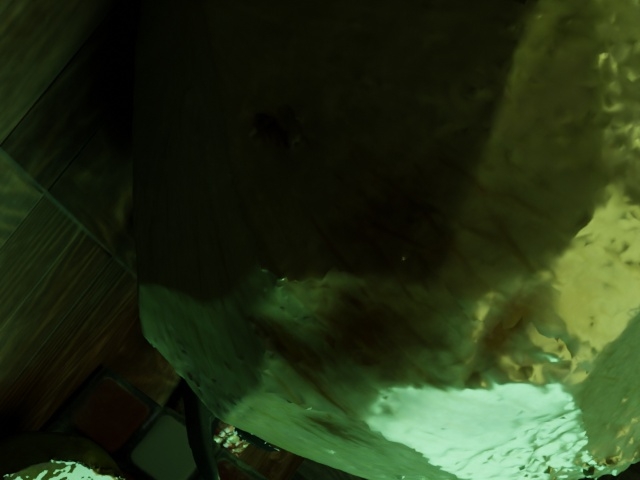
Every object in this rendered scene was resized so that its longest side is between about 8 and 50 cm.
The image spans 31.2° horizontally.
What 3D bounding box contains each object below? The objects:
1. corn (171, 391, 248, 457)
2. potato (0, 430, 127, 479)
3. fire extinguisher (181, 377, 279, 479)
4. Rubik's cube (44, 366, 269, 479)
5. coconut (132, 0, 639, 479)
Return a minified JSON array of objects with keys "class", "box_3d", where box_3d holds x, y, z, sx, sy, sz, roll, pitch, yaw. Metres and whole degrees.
[{"class":"corn","box_3d":[-0.165,0.268,1.305,0.290,0.098,0.098,-55,170,20]},{"class":"potato","box_3d":[-0.235,0.183,0.851,0.172,0.089,0.100,-12,124,-20]},{"class":"fire extinguisher","box_3d":[-0.002,0.006,0.910,0.376,0.200,0.113,-38,172,-31]},{"class":"Rubik's cube","box_3d":[-0.169,0.310,0.995,0.256,0.253,0.259,-49,166,-29]},{"class":"coconut","box_3d":[0.065,-0.043,0.674,0.415,0.415,0.345,-54,-152,-4]}]
